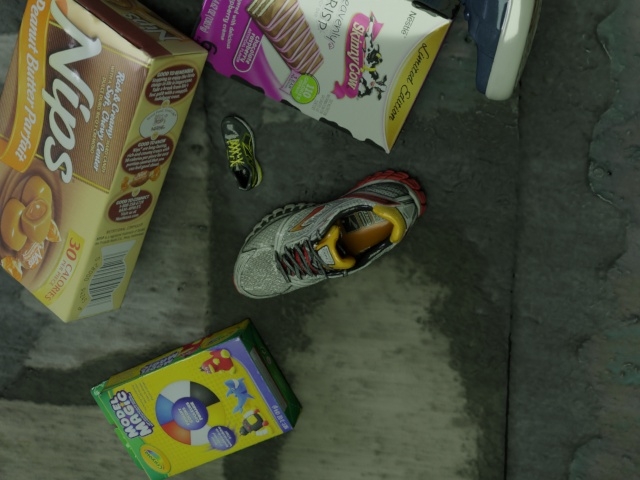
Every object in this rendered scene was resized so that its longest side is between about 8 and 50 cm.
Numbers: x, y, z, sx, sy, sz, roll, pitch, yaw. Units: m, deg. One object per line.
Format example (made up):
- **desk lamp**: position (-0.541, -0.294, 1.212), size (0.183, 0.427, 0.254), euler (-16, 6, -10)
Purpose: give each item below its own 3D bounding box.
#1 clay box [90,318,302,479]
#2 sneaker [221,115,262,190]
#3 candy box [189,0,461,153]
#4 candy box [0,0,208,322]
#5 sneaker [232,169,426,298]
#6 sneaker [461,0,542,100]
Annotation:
- **clay box**: position (-0.148, 0.188, 1.871), size (0.222, 0.053, 0.127), euler (-24, 106, 21)
- **sneaker**: position (-0.083, -0.090, 1.742), size (0.031, 0.035, 0.083), euler (-15, 109, 18)
- **candy box**: position (0.001, -0.210, 1.650), size (0.233, 0.071, 0.159), euler (25, 117, 1)
- **candy box**: position (-0.248, -0.097, 1.710), size (0.183, 0.087, 0.316), euler (37, 119, 27)
- **sneaker**: position (0.000, 0.000, 1.732), size (0.225, 0.093, 0.088), euler (-28, 105, 23)
- **sneaker**: position (0.136, -0.307, 1.550), size (0.148, 0.131, 0.350), euler (4, 105, 10)
